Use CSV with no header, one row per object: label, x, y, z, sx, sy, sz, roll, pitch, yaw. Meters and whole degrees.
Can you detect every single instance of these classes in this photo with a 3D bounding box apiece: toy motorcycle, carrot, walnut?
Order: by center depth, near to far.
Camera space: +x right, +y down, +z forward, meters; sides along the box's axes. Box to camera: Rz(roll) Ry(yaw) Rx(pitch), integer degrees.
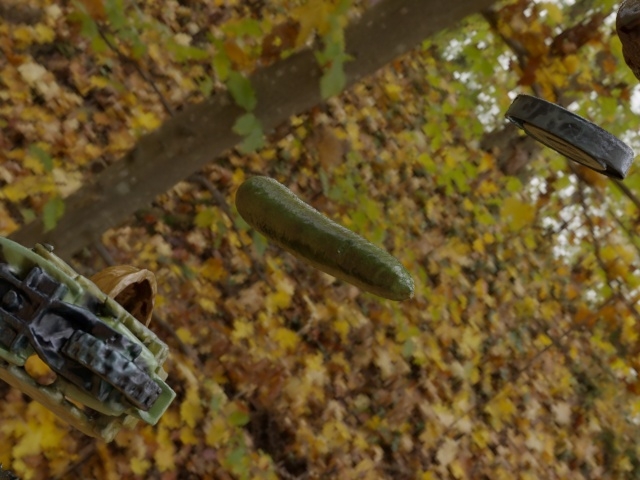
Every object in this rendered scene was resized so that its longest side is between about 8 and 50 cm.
carrot,0.000,0.000,1.133,0.358,0.074,0.074,33,-19,48
toy motorcycle,-0.354,0.110,1.143,0.410,0.168,0.237,29,-18,21
walnut,-0.319,0.117,1.305,0.087,0.211,0.167,28,12,20

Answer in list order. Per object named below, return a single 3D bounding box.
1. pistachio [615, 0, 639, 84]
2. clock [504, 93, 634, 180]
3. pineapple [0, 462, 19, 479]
pistachio,0.334,-0.159,0.773,0.130,0.165,0.210,83,14,-58
clock,0.415,-0.173,1.506,0.226,0.049,0.226,28,7,-4
pineapple,-0.242,0.353,0.819,0.357,0.223,0.223,47,-6,20
